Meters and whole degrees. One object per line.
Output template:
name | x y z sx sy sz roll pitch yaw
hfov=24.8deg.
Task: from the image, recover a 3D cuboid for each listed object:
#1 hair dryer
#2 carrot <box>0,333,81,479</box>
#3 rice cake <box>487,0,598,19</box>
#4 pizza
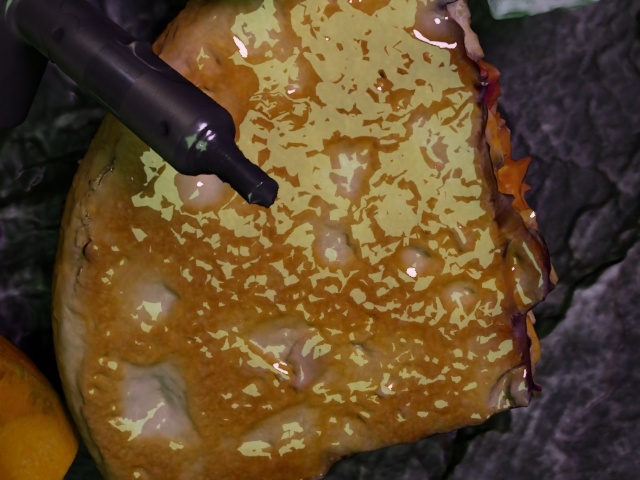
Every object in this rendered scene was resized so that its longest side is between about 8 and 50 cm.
hair dryer | -0.093 -0.109 0.690 0.248 0.078 0.195 39 116 27
carrot | -0.269 0.047 0.807 0.302 0.114 0.114 42 108 -16
rice cake | 0.081 -0.268 0.660 0.066 0.063 0.336 -3 111 30
pizza | 0.000 0.000 0.788 0.278 0.114 0.409 17 115 -8
